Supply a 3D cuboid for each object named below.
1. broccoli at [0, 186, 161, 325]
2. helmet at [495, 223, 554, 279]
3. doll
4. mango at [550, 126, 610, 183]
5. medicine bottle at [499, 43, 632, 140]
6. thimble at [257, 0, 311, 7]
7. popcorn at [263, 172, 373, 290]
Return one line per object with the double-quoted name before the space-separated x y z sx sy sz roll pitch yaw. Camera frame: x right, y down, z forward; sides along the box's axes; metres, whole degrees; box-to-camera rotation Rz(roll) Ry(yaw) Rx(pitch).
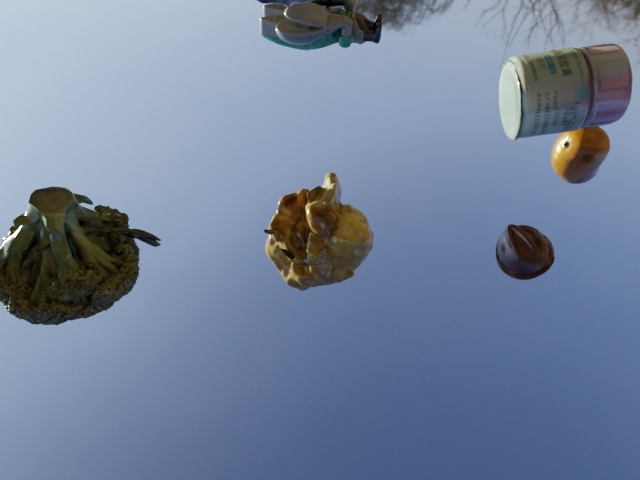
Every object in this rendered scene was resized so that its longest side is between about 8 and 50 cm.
"broccoli" -0.222 0.012 0.450 0.131 0.120 0.130 20 -138 16
"helmet" 0.317 0.005 0.830 0.057 0.089 0.111 46 -162 -36
"doll" -0.003 -0.496 1.120 0.258 0.153 0.195 -16 -129 -17
"mango" 0.539 -0.177 1.084 0.115 0.165 0.089 -13 -118 3
"medicine bottle" 0.387 -0.239 0.833 0.168 0.135 0.135 -6 -140 5
"thimble" 0.015 -0.302 0.388 0.217 0.245 0.157 -15 -93 -70
"popcorn" 0.002 -0.004 1.013 0.190 0.254 0.191 37 -116 18
